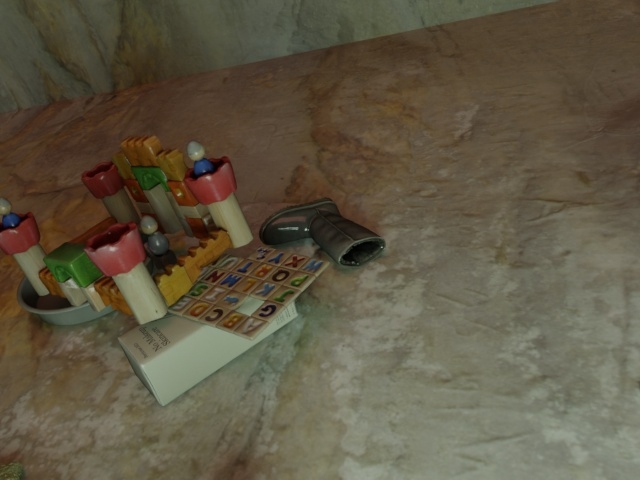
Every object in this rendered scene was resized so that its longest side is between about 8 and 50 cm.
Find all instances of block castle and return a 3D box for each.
[{"bbox_3d":[-0.367,-0.041,1.217,0.453,0.213,0.303,5,37,44],"label":"block castle"}]

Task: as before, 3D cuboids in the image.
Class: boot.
[{"bbox_3d":[-0.001,-0.001,1.294,0.189,0.076,0.208,-26,40,-11],"label":"boot"}]

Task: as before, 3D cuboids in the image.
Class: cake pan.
[{"bbox_3d":[-0.475,0.072,1.394,0.293,0.054,0.293,-12,33,8],"label":"cake pan"}]

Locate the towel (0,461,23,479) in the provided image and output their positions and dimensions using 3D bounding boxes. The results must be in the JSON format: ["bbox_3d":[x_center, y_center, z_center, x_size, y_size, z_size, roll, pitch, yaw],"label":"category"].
[{"bbox_3d":[-0.500,0.381,0.960,0.148,0.027,0.110,-21,32,-7],"label":"towel"}]

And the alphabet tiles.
[{"bbox_3d":[-0.133,0.072,1.107,0.237,0.009,0.198,11,41,37],"label":"alphabet tiles"}]

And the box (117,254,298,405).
[{"bbox_3d":[-0.183,0.142,1.119,0.275,0.094,0.113,-33,35,-25],"label":"box"}]
